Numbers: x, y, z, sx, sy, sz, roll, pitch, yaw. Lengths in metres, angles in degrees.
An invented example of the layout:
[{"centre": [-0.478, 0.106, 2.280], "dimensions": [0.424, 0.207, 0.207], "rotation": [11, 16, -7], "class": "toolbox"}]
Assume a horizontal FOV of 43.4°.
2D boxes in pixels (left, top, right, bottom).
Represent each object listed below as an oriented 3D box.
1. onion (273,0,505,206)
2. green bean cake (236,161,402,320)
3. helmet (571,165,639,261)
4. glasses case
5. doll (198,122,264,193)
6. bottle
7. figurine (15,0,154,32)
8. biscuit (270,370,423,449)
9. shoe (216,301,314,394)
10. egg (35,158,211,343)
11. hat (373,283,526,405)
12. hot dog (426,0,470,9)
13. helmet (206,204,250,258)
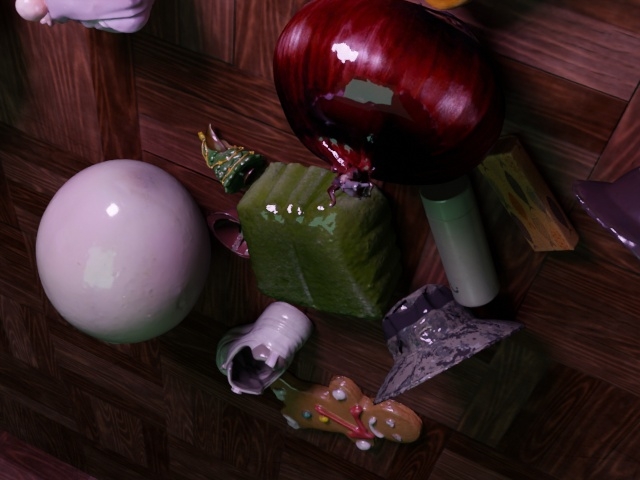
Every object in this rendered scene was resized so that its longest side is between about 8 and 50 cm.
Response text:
[{"centre": [0.062, -0.138, 0.905], "dimensions": [0.273, 0.285, 0.273], "rotation": [20, 163, 6], "class": "onion"}, {"centre": [0.000, 0.000, 1.219], "dimensions": [0.222, 0.125, 0.248], "rotation": [11, 141, 23], "class": "green bean cake"}, {"centre": [0.430, 0.001, 0.858], "dimensions": [0.177, 0.225, 0.305], "rotation": [-39, 110, 22], "class": "helmet"}, {"centre": [0.268, -0.058, 1.035], "dimensions": [0.064, 0.041, 0.170], "rotation": [-5, 132, 53], "class": "glasses case"}, {"centre": [-0.153, -0.119, 1.224], "dimensions": [0.113, 0.076, 0.078], "rotation": [27, 151, 7], "class": "doll"}, {"centre": [0.196, 0.000, 1.122], "dimensions": [0.072, 0.072, 0.201], "rotation": [3, 135, 32], "class": "bottle"}, {"centre": [-0.296, -0.338, 1.013], "dimensions": [0.276, 0.200, 0.133], "rotation": [27, 132, 48], "class": "figurine"}, {"centre": [0.046, 0.356, 1.648], "dimensions": [0.340, 0.047, 0.216], "rotation": [8, 138, 28], "class": "biscuit"}, {"centre": [-0.136, 0.238, 1.551], "dimensions": [0.124, 0.159, 0.316], "rotation": [36, 140, -9], "class": "shoe"}, {"centre": [-0.321, 0.012, 1.318], "dimensions": [0.283, 0.283, 0.345], "rotation": [25, 146, 8], "class": "egg"}, {"centre": [0.167, 0.140, 1.231], "dimensions": [0.128, 0.265, 0.265], "rotation": [62, 144, 13], "class": "hat"}, {"centre": [0.178, -0.319, 0.779], "dimensions": [0.109, 0.072, 0.269], "rotation": [45, 139, -15], "class": "hot dog"}, {"centre": [-0.129, -0.027, 1.326], "dimensions": [0.089, 0.057, 0.111], "rotation": [-4, 135, 42], "class": "helmet"}]
